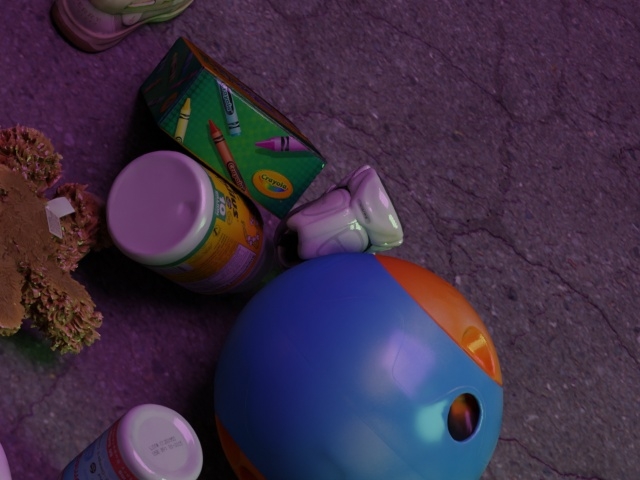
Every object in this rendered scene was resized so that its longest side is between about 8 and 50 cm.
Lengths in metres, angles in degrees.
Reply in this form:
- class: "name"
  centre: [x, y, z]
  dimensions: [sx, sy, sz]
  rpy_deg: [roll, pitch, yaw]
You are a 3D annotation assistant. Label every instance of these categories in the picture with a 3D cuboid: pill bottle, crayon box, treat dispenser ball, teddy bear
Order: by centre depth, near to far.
- class: "pill bottle"
  centre: [-0.184, 0.220, 1.781]
  dimensions: [0.087, 0.160, 0.087]
  rpy_deg: [26, 42, -27]
- class: "teddy bear"
  centre: [-0.312, 0.005, 1.907]
  dimensions: [0.245, 0.113, 0.338]
  rpy_deg: [40, 30, -23]
- class: "treat dispenser ball"
  centre: [0.037, 0.155, 1.953]
  dimensions: [0.288, 0.288, 0.288]
  rpy_deg: [26, 43, -27]
- class: "pill bottle"
  centre: [-0.126, -0.010, 2.030]
  dimensions: [0.208, 0.117, 0.118]
  rpy_deg: [35, 29, -64]
- class: "crayon box"
  centre: [-0.099, -0.126, 2.123]
  dimensions: [0.165, 0.081, 0.278]
  rpy_deg: [37, 5, -15]

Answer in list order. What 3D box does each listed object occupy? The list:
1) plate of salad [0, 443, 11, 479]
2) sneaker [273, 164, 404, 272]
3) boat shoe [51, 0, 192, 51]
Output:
- class: "plate of salad"
  centre: [-0.361, 0.211, 1.709]
  dimensions: [0.200, 0.048, 0.200]
  rpy_deg: [18, 57, -30]
- class: "sneaker"
  centre: [0.000, 0.000, 2.106]
  dimensions: [0.118, 0.292, 0.110]
  rpy_deg: [-25, 81, -13]
- class: "boat shoe"
  centre: [-0.196, -0.316, 2.288]
  dimensions: [0.109, 0.098, 0.302]
  rpy_deg: [48, 37, -1]
